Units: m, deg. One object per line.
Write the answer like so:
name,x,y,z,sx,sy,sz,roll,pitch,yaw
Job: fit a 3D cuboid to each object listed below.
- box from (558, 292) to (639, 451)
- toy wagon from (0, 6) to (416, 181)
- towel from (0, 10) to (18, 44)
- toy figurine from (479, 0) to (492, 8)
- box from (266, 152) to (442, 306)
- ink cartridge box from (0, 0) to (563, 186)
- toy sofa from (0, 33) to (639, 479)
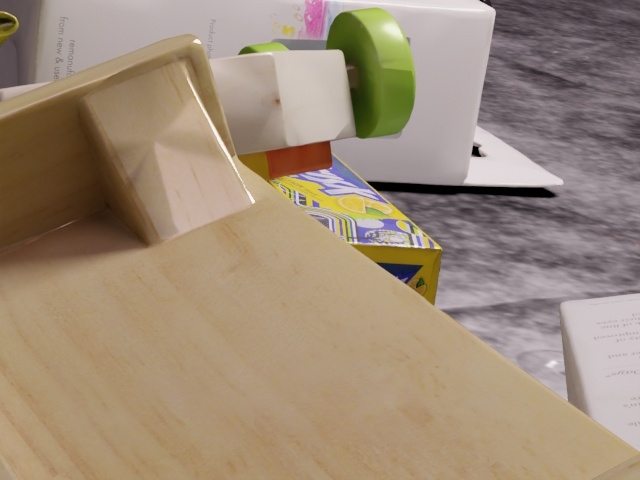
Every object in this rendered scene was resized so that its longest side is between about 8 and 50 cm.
box,0.150,0.079,0.586,0.130,0.091,0.170,-6,16,5
toy wagon,-0.127,-0.044,0.832,0.267,0.068,0.344,-10,2,-23
towel,-0.189,-0.077,0.774,0.102,0.021,0.237,-11,3,-14
toy figurine,0.039,-0.235,1.424,0.209,0.213,0.148,12,3,9
box,0.000,0.000,0.893,0.059,0.054,0.169,3,17,-20
ink cartridge box,-0.029,-0.120,1.165,0.353,0.119,0.207,2,17,-21
toy sofa,-0.017,0.081,0.503,0.150,0.177,0.362,-24,28,-17
